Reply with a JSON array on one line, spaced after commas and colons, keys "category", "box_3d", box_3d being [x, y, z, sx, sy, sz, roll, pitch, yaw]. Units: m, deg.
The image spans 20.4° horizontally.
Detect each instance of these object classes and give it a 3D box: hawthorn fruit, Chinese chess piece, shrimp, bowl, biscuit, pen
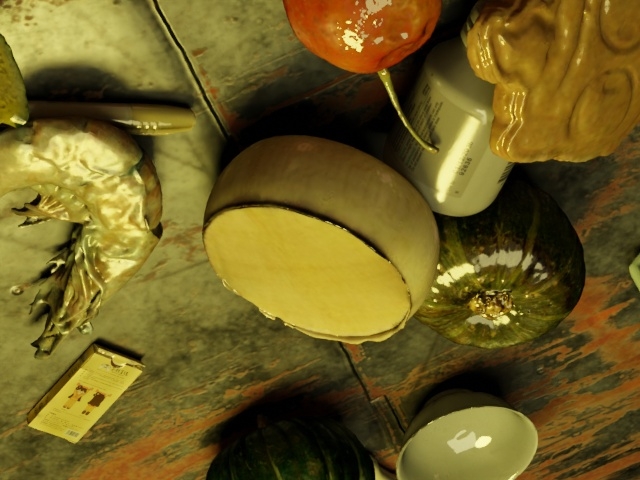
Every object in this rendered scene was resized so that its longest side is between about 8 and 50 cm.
[{"category": "hawthorn fruit", "box_3d": [0.052, -0.198, 1.743, 0.165, 0.165, 0.285, -13, 123, -5]}, {"category": "Chinese chess piece", "box_3d": [0.000, 0.000, 1.895, 0.257, 0.104, 0.257, 18, 147, 12]}, {"category": "shrimp", "box_3d": [-0.294, 0.000, 1.895, 0.246, 0.085, 0.360, 4, 136, -14]}, {"category": "bowl", "box_3d": [0.176, 0.248, 2.283, 0.189, 0.086, 0.189, -8, 133, -9]}, {"category": "biscuit", "box_3d": [0.282, -0.203, 1.799, 0.376, 0.051, 0.269, -6, 117, -44]}, {"category": "pen", "box_3d": [-0.243, -0.126, 1.829, 0.233, 0.032, 0.040, 1, 156, -16]}]

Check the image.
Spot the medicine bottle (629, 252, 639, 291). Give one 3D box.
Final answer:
[{"category": "medicine bottle", "box_3d": [0.482, 0.076, 2.217, 0.121, 0.083, 0.229, -33, 135, 11]}]

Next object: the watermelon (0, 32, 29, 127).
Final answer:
[{"category": "watermelon", "box_3d": [-0.413, -0.187, 1.643, 0.301, 0.129, 0.123, 13, 130, -35]}]

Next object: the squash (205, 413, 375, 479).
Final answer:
[{"category": "squash", "box_3d": [-0.038, 0.307, 2.209, 0.218, 0.172, 0.218, -13, 134, -14]}]

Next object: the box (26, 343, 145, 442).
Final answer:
[{"category": "box", "box_3d": [-0.280, 0.181, 2.119, 0.073, 0.020, 0.149, 26, 121, -34]}]

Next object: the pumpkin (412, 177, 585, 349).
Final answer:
[{"category": "pumpkin", "box_3d": [0.191, 0.024, 2.025, 0.223, 0.157, 0.224, 4, 135, 4]}]

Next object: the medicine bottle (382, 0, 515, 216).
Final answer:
[{"category": "medicine bottle", "box_3d": [0.161, -0.144, 1.863, 0.135, 0.135, 0.215, 8, 127, -25]}]

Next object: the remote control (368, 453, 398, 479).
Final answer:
[{"category": "remote control", "box_3d": [0.067, 0.325, 2.359, 0.074, 0.032, 0.122, -37, 132, 18]}]
